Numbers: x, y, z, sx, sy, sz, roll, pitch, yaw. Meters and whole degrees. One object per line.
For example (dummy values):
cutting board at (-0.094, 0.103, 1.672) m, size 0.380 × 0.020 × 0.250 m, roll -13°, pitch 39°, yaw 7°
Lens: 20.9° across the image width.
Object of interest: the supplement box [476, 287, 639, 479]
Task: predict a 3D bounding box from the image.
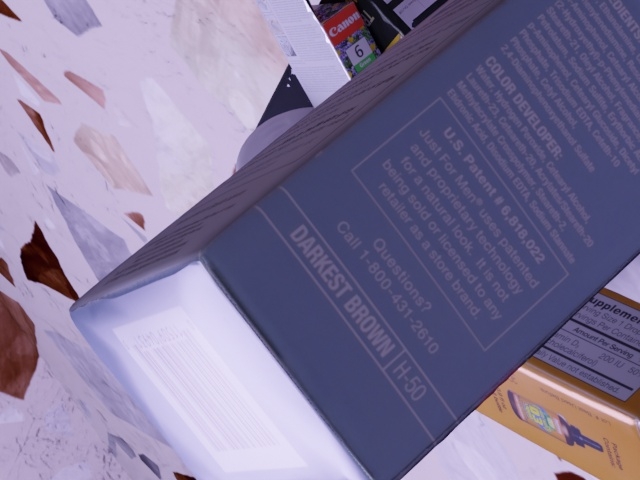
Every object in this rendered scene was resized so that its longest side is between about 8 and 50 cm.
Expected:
supplement box at (0.132, 0.067, 1.010) m, size 0.233 × 0.080 × 0.078 m, roll 29°, pitch 150°, yaw 48°

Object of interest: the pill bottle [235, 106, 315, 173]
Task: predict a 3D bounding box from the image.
pill bottle at (0.000, 0.000, 1.133) m, size 0.094 × 0.094 × 0.169 m, roll 36°, pitch 155°, yaw 27°

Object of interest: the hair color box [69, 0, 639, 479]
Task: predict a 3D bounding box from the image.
hair color box at (0.087, -0.051, 0.739) m, size 0.113 × 0.374 × 0.185 m, roll 52°, pitch 157°, yaw -8°

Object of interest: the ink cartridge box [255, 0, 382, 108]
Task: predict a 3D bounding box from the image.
ink cartridge box at (0.004, -0.117, 1.028) m, size 0.063 × 0.029 × 0.115 m, roll 8°, pitch 132°, yaw 59°

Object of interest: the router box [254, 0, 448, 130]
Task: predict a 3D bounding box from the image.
router box at (0.083, -0.046, 1.141) m, size 0.243 × 0.081 × 0.309 m, roll 46°, pitch 158°, yaw 5°
